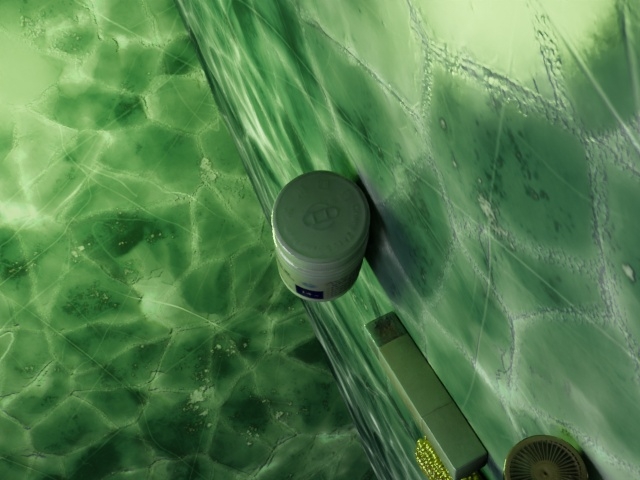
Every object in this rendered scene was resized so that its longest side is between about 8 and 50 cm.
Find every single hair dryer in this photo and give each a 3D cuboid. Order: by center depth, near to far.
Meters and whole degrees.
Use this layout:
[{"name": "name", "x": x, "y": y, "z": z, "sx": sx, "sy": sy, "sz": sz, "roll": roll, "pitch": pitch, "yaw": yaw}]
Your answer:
[{"name": "hair dryer", "x": 0.366, "y": 0.426, "z": 0.947, "sx": 0.352, "sy": 0.107, "sz": 0.189, "roll": 51, "pitch": 168, "yaw": 35}]

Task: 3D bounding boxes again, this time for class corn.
[{"name": "corn", "x": 0.288, "y": 0.506, "z": 1.577, "sx": 0.310, "sy": 0.102, "sz": 0.101, "roll": 48, "pitch": 162, "yaw": 60}]

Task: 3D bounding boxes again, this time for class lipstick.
[{"name": "lipstick", "x": 0.211, "y": 0.315, "z": 1.547, "sx": 0.371, "sy": 0.080, "sz": 0.076, "roll": 57, "pitch": 167, "yaw": 36}]

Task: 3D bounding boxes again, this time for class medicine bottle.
[{"name": "medicine bottle", "x": 0.000, "y": 0.000, "z": 1.513, "sx": 0.189, "sy": 0.190, "sz": 0.332, "roll": 62, "pitch": 171, "yaw": 15}]
